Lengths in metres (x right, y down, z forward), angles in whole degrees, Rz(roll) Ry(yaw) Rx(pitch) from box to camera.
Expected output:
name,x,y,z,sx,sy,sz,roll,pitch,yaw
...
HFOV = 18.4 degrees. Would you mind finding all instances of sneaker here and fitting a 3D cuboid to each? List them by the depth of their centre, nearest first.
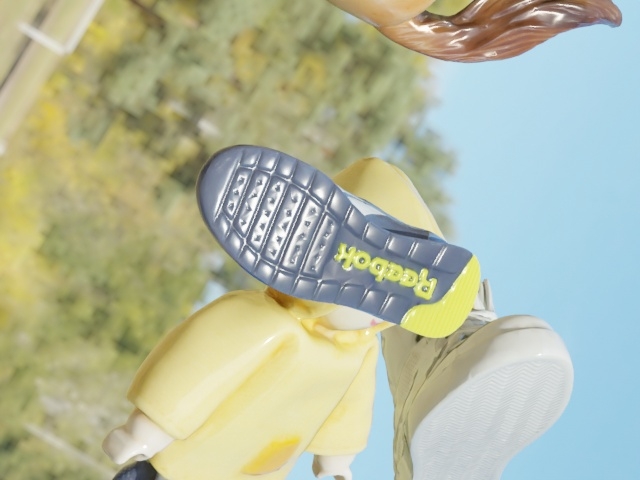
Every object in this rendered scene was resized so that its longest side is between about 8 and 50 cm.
name,x,y,z,sx,sy,sz,roll,pitch,yaw
sneaker,0.000,0.000,0.846,0.059,0.144,0.053,29,-89,57
sneaker,0.098,0.078,1.437,0.292,0.108,0.169,114,-28,-61

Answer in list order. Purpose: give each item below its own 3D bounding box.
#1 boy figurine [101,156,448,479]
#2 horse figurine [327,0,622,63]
name,x,y,z,sx,sy,sz,roll,pitch,yaw
boy figurine,-0.026,0.090,1.004,0.285,0.177,0.092,-53,-127,11
horse figurine,0.018,-0.169,0.818,0.174,0.263,0.066,-37,-174,2
